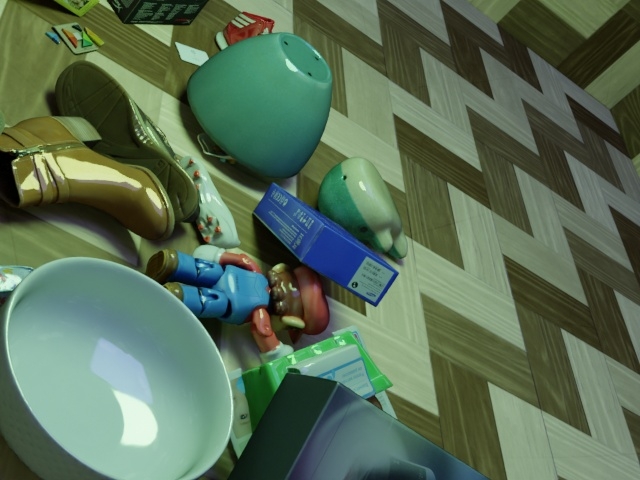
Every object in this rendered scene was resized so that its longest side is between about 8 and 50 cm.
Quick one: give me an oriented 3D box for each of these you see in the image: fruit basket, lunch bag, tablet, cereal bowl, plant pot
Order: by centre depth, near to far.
[{"bbox_3d":[-0.285,0.195,1.266,0.339,0.141,0.339,30,35,-24],"label":"cereal bowl"},{"bbox_3d":[-0.418,0.072,1.314,0.083,0.071,0.053,1,51,-51],"label":"lunch bag"},{"bbox_3d":[0.025,0.323,1.461,0.327,0.165,0.353,-15,75,-44],"label":"fruit basket"},{"bbox_3d":[-0.089,-0.295,1.930,0.290,0.195,0.290,32,33,-23],"label":"plant pot"},{"bbox_3d":[-0.272,-0.396,2.095,0.083,0.006,0.054,12,45,-44],"label":"tablet"}]

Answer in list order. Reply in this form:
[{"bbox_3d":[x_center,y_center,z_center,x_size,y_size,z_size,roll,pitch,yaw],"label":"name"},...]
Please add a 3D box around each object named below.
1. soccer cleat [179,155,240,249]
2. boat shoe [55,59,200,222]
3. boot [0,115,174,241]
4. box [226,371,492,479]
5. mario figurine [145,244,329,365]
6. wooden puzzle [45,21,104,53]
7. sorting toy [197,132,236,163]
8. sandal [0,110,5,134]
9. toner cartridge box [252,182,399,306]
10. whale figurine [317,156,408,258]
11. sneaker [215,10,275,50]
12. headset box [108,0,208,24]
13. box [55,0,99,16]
[{"bbox_3d":[-0.204,-0.064,1.747,0.076,0.068,0.196,22,37,-59],"label":"soccer cleat"},{"bbox_3d":[-0.324,-0.162,1.682,0.342,0.123,0.123,46,1,10],"label":"boat shoe"},{"bbox_3d":[-0.377,-0.085,1.506,0.283,0.109,0.220,49,30,9],"label":"boot"},{"bbox_3d":[0.030,0.374,1.273,0.294,0.183,0.296,34,74,-17],"label":"box"},{"bbox_3d":[-0.133,0.114,1.604,0.320,0.170,0.198,12,85,-30],"label":"mario figurine"},{"bbox_3d":[-0.461,-0.384,1.844,0.078,0.014,0.116,45,31,-2],"label":"wooden puzzle"},{"bbox_3d":[-0.201,-0.184,1.906,0.075,0.045,0.083,2,52,-41],"label":"sorting toy"},{"bbox_3d":[-0.569,-0.141,1.378,0.240,0.079,0.088,-36,117,-41],"label":"sandal"},{"bbox_3d":[0.000,0.000,1.743,0.165,0.075,0.348,34,3,-22],"label":"toner cartridge box"},{"bbox_3d":[0.090,-0.051,2.046,0.272,0.141,0.216,48,20,-50],"label":"whale figurine"},{"bbox_3d":[-0.138,-0.414,2.158,0.221,0.128,0.087,54,32,13],"label":"sneaker"},{"bbox_3d":[-0.285,-0.586,2.019,0.110,0.293,0.218,54,32,12],"label":"headset box"},{"bbox_3d":[-0.511,-0.504,1.811,0.087,0.058,0.232,60,15,21],"label":"box"}]
